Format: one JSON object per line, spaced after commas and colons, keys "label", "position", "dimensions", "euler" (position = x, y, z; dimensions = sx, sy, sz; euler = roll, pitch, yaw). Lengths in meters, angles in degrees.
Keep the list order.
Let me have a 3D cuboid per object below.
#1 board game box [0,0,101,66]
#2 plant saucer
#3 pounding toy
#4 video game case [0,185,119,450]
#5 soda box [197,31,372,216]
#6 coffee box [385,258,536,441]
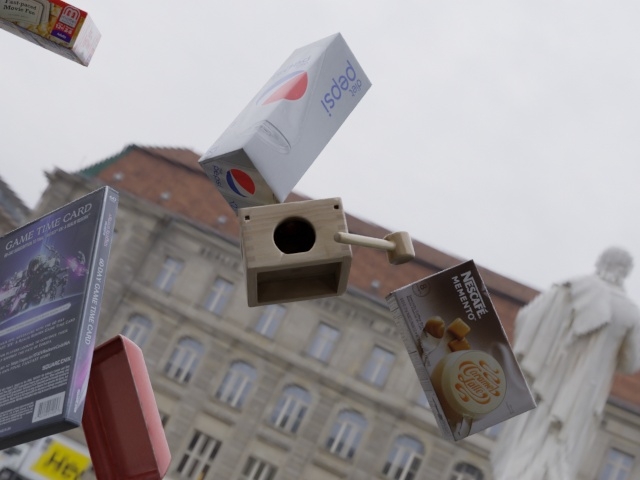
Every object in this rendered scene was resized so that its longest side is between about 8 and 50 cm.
{"label": "board game box", "position": [-0.337, -0.252, 1.105], "dimensions": [0.193, 0.045, 0.147], "euler": [24, -1, -7]}
{"label": "plant saucer", "position": [-0.354, 0.312, 1.843], "dimensions": [0.047, 0.259, 0.258], "euler": [-11, -10, -38]}
{"label": "pounding toy", "position": [0.006, -0.005, 1.263], "dimensions": [0.206, 0.094, 0.181], "euler": [-7, -24, -6]}
{"label": "video game case", "position": [-0.309, 0.089, 1.127], "dimensions": [0.196, 0.274, 0.026], "euler": [-21, -39, 34]}
{"label": "soda box", "position": [-0.042, -0.163, 1.415], "dimensions": [0.091, 0.286, 0.098], "euler": [-12, -58, 42]}
{"label": "coffee box", "position": [0.215, 0.171, 1.616], "dimensions": [0.098, 0.141, 0.247], "euler": [114, -45, -80]}
